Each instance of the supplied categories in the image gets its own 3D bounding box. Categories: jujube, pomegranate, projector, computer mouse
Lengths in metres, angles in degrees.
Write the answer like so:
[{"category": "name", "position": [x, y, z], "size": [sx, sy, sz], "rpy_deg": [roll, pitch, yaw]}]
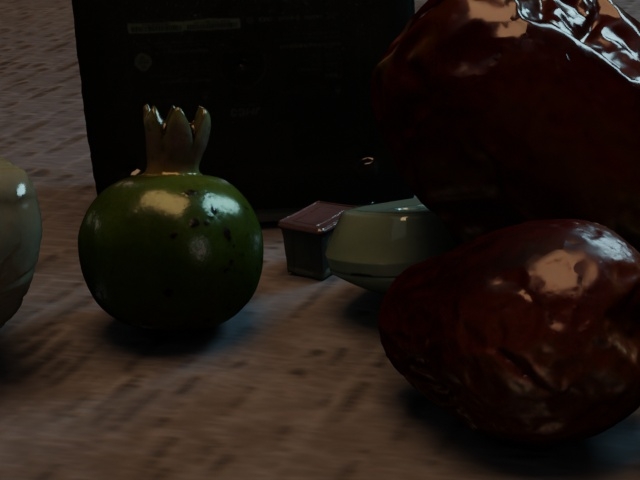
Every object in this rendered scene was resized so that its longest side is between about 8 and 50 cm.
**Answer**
[{"category": "jujube", "position": [0.160, 0.074, 1.216], "size": [0.190, 0.190, 0.255], "rpy_deg": [-17, 8, -33]}, {"category": "pomegranate", "position": [-0.145, -0.021, 1.443], "size": [0.187, 0.225, 0.187], "rpy_deg": [1, 6, 0]}, {"category": "projector", "position": [-0.083, -0.237, 1.756], "size": [0.395, 0.405, 0.242], "rpy_deg": [-2, 20, 4]}, {"category": "jujube", "position": [0.227, -0.082, 1.355], "size": [0.377, 0.276, 0.276], "rpy_deg": [39, 22, -6]}, {"category": "computer mouse", "position": [0.129, 0.006, 1.512], "size": [0.159, 0.097, 0.288], "rpy_deg": [1, 7, 40]}]

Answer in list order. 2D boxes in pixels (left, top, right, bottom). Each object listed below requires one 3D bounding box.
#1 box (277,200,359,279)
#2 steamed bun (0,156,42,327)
[{"category": "box", "position": [0.000, 0.000, 1.594], "size": [0.060, 0.063, 0.085], "rpy_deg": [11, 24, 30]}, {"category": "steamed bun", "position": [-0.434, 0.002, 1.429], "size": [0.247, 0.236, 0.383], "rpy_deg": [-8, 25, -39]}]
